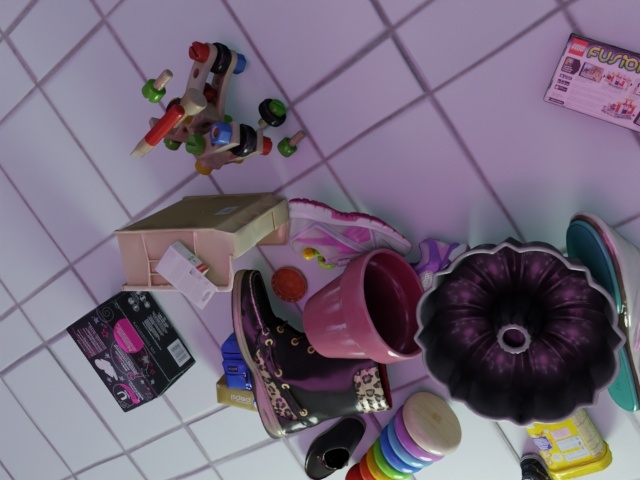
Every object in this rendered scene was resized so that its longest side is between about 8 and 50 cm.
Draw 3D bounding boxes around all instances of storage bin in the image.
[{"bbox_3d":[-0.224,-0.003,1.271,0.260,0.262,0.123,-1,108,22],"label":"storage bin"}]

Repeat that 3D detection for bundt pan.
[{"bbox_3d":[0.332,0.141,1.080,0.330,0.124,0.331,7,110,18],"label":"bundt pan"}]

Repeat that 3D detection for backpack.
[{"bbox_3d":[-0.175,0.274,1.453,0.097,0.101,0.120,-3,105,15],"label":"backpack"}]

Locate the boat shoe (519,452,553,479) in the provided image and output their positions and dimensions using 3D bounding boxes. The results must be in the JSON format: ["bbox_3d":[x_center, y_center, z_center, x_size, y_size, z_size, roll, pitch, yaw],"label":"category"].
[{"bbox_3d":[0.466,0.537,1.310,0.065,0.083,0.183,-32,96,28],"label":"boat shoe"}]

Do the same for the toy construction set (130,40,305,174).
[{"bbox_3d":[-0.242,-0.207,1.192,0.237,0.309,0.257,-35,87,34],"label":"toy construction set"}]

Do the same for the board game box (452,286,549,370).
[{"bbox_3d":[0.332,0.169,1.176,0.126,0.026,0.186,-23,99,27],"label":"board game box"}]

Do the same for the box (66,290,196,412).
[{"bbox_3d":[-0.448,0.250,1.514,0.142,0.163,0.247,-28,98,32],"label":"box"}]

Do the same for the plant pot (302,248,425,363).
[{"bbox_3d":[0.073,0.135,1.172,0.180,0.201,0.201,-23,100,38],"label":"plant pot"}]

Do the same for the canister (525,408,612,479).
[{"bbox_3d":[0.474,0.373,1.250,0.126,0.073,0.170,-28,97,28],"label":"canister"}]

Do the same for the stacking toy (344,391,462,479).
[{"bbox_3d":[0.155,0.471,1.390,0.141,0.141,0.330,40,124,3],"label":"stacking toy"}]

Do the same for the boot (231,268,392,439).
[{"bbox_3d":[-0.020,0.221,1.342,0.284,0.138,0.378,-13,93,15],"label":"boot"}]

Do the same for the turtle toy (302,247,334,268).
[{"bbox_3d":[0.000,0.000,1.291,0.095,0.066,0.130,-24,101,-6],"label":"turtle toy"}]

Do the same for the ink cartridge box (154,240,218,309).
[{"bbox_3d":[-0.234,0.062,1.133,0.115,0.029,0.063,40,116,4],"label":"ink cartridge box"}]

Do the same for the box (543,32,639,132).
[{"bbox_3d":[0.482,-0.248,1.025,0.207,0.036,0.114,23,117,12],"label":"box"}]

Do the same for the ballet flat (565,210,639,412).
[{"bbox_3d":[0.534,0.111,1.106,0.139,0.139,0.400,-14,109,25],"label":"ballet flat"}]

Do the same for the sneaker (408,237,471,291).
[{"bbox_3d":[0.203,0.094,1.243,0.104,0.095,0.236,26,112,16],"label":"sneaker"}]

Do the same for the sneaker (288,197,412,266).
[{"bbox_3d":[0.050,-0.001,1.221,0.252,0.103,0.111,15,98,-5],"label":"sneaker"}]

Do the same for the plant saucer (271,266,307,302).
[{"bbox_3d":[-0.068,0.096,1.388,0.083,0.013,0.084,8,113,19],"label":"plant saucer"}]

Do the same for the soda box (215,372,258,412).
[{"bbox_3d":[-0.154,0.362,1.498,0.181,0.061,0.058,7,113,19],"label":"soda box"}]

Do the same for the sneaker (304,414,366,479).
[{"bbox_3d":[0.012,0.498,1.454,0.083,0.118,0.222,36,118,5],"label":"sneaker"}]
